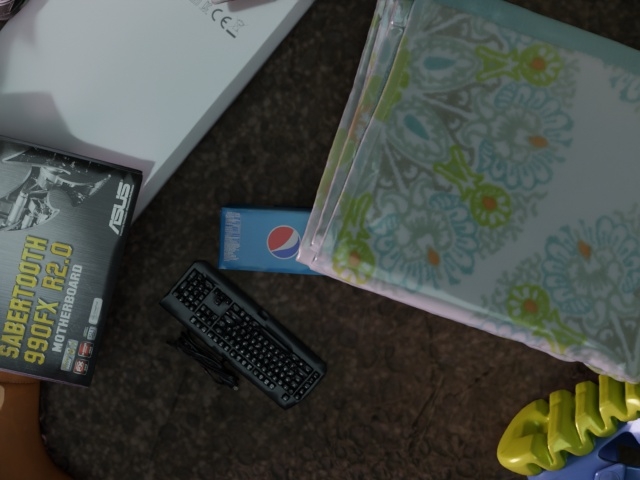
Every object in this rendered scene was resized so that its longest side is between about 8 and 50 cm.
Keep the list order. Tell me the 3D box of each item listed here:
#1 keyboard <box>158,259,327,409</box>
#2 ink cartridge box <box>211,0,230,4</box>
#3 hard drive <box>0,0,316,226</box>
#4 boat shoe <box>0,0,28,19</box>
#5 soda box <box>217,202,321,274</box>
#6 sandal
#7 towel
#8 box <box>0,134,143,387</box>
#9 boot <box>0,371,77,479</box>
[{"bbox_3d":[-0.092,0.117,1.260,0.192,0.038,0.100,40,98,-3],"label":"keyboard"},{"bbox_3d":[-0.006,-0.396,1.148,0.261,0.066,0.296,-11,89,3],"label":"ink cartridge box"},{"bbox_3d":[-0.187,-0.214,1.212,0.233,0.047,0.353,40,97,-4],"label":"hard drive"},{"bbox_3d":[-0.305,-0.333,1.183,0.078,0.070,0.219,17,75,4],"label":"boat shoe"},{"bbox_3d":[0.000,0.000,1.221,0.210,0.071,0.067,4,96,2],"label":"soda box"},{"bbox_3d":[0.346,0.192,1.190,0.317,0.126,0.138,-32,106,33],"label":"sandal"},{"bbox_3d":[0.193,-0.065,1.153,0.375,0.090,0.320,19,85,-4],"label":"towel"},{"bbox_3d":[-0.296,0.017,1.172,0.183,0.056,0.231,15,93,-12],"label":"box"},{"bbox_3d":[-0.331,0.168,1.256,0.283,0.109,0.220,31,94,5],"label":"boot"}]
